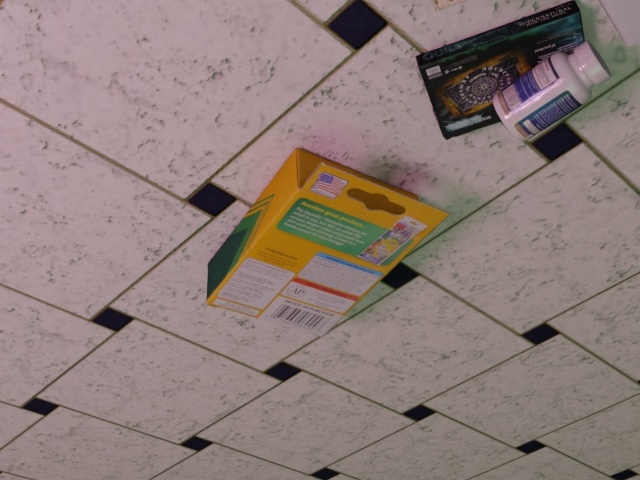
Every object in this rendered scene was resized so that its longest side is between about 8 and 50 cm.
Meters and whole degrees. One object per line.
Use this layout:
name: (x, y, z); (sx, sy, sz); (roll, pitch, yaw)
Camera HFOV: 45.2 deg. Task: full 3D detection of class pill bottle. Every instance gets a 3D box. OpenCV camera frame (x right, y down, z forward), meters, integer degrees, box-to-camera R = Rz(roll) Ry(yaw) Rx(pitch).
pill bottle: (0.263, -0.171, 0.872); (0.120, 0.067, 0.067); (-34, 132, 30)

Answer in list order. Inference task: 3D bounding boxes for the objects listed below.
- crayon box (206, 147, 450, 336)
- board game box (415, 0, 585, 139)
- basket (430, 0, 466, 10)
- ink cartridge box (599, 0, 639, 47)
crayon box: (0.000, 0.000, 1.076); (0.203, 0.083, 0.323); (19, 135, -26)
board game box: (0.219, -0.196, 0.910); (0.186, 0.026, 0.126); (-16, 139, 13)
basket: (0.120, -0.313, 0.701); (0.103, 0.113, 0.167); (-17, 137, 20)
ink cartridge box: (0.258, -0.301, 0.695); (0.087, 0.153, 0.208); (-29, 133, 27)
